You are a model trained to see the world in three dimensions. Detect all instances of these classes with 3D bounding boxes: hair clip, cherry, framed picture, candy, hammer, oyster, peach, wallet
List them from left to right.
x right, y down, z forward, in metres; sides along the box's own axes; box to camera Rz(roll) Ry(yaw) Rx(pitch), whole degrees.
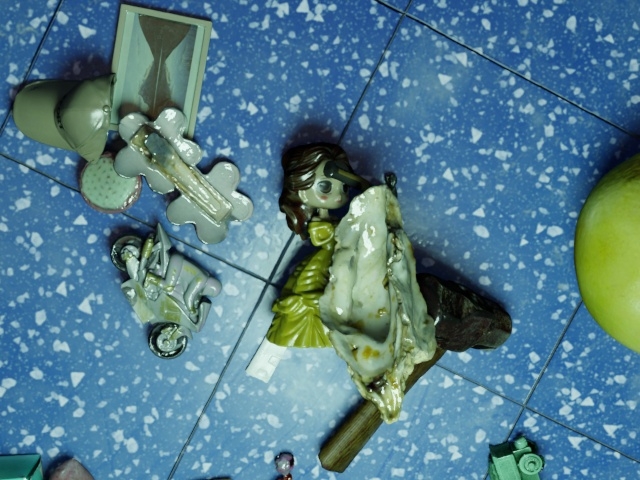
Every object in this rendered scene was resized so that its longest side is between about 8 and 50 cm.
[{"bbox_3d":[-0.413,0.437,1.532,0.087,0.106,0.126,-28,63,21],"label":"cherry"},{"bbox_3d":[-0.341,-0.094,1.486,0.103,0.043,0.103,-1,99,-5],"label":"candy"},{"bbox_3d":[-0.265,-0.268,1.480,0.150,0.015,0.203,11,97,-5],"label":"framed picture"},{"bbox_3d":[-0.219,-0.107,1.469,0.257,0.075,0.146,46,73,-24],"label":"hair clip"},{"bbox_3d":[-0.090,0.199,1.558,0.044,0.011,0.083,29,95,-7],"label":"wallet"},{"bbox_3d":[0.068,-0.084,1.446,0.021,0.201,0.078,-8,76,34],"label":"hammer"},{"bbox_3d":[0.088,0.095,1.336,0.166,0.110,0.341,-28,66,21],"label":"oyster"},{"bbox_3d":[0.122,0.233,1.508,0.408,0.242,0.095,-51,54,18],"label":"hammer"},{"bbox_3d":[0.541,0.017,1.429,0.282,0.314,0.315,-2,139,11],"label":"peach"}]

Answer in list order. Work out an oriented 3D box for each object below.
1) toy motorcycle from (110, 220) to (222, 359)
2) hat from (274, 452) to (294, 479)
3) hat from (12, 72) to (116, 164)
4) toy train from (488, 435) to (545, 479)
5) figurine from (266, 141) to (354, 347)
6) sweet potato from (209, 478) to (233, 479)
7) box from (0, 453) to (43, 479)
[{"bbox_3d":[-0.242,0.077,1.501,0.152,0.073,0.225,-21,100,-2],"label":"toy motorcycle"},{"bbox_3d":[-0.078,0.478,1.564,0.140,0.129,0.227,28,75,-47],"label":"hat"},{"bbox_3d":[-0.403,-0.201,1.427,0.175,0.085,0.147,7,86,6],"label":"hat"},{"bbox_3d":[0.350,0.424,1.590,0.100,0.070,0.171,-18,100,6],"label":"toy train"},{"bbox_3d":[0.002,0.000,1.457,0.188,0.168,0.315,-2,96,-15],"label":"figurine"},{"bbox_3d":[-0.249,0.457,1.561,0.219,0.065,0.051,-23,76,-11],"label":"sweet potato"},{"bbox_3d":[-0.614,0.471,1.510,0.312,0.118,0.205,-2,100,-3],"label":"box"}]
